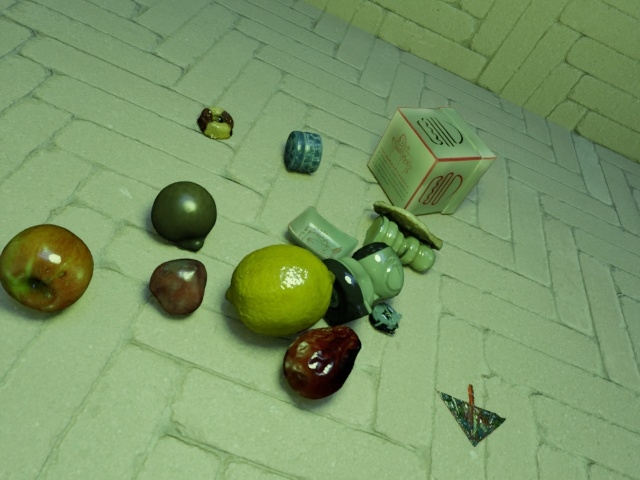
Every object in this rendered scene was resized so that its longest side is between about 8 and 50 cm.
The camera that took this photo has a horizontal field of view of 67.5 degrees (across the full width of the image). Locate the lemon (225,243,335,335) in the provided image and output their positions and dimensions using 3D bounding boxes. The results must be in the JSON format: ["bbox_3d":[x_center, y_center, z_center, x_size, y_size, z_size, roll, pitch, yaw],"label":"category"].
[{"bbox_3d":[-0.105,0.131,1.259,0.268,0.267,0.267,14,47,-15],"label":"lemon"}]

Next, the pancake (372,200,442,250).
[{"bbox_3d":[0.306,-0.055,1.678,0.283,0.049,0.282,35,1,-1],"label":"pancake"}]

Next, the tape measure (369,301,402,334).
[{"bbox_3d":[0.196,0.236,1.455,0.094,0.054,0.091,33,39,1],"label":"tape measure"}]

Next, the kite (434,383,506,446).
[{"bbox_3d":[0.431,0.495,1.374,0.233,0.009,0.189,22,45,-7],"label":"kite"}]

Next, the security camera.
[{"bbox_3d":[0.129,0.111,1.409,0.277,0.197,0.191,-21,82,-33],"label":"security camera"}]

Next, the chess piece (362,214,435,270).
[{"bbox_3d":[0.283,0.022,1.645,0.243,0.133,0.133,26,44,-10],"label":"chess piece"}]

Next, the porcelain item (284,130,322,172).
[{"bbox_3d":[-0.067,-0.326,1.757,0.114,0.147,0.147,4,50,-21],"label":"porcelain item"}]

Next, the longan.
[{"bbox_3d":[-0.386,-0.067,1.372,0.185,0.159,0.204,-23,102,-21],"label":"longan"}]

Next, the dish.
[{"bbox_3d":[0.000,0.000,1.551,0.212,0.077,0.151,37,43,8],"label":"dish"}]

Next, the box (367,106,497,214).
[{"bbox_3d":[0.417,-0.307,1.865,0.300,0.312,0.314,-8,55,-30],"label":"box"}]

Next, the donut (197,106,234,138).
[{"bbox_3d":[-0.383,-0.433,1.761,0.141,0.059,0.140,16,45,-17],"label":"donut"}]

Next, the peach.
[{"bbox_3d":[-0.352,0.111,1.231,0.152,0.152,0.152,14,47,-15],"label":"peach"}]

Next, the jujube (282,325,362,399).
[{"bbox_3d":[0.013,0.302,1.236,0.237,0.168,0.168,-26,66,-42],"label":"jujube"}]

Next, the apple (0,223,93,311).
[{"bbox_3d":[-0.630,0.059,1.111,0.196,0.196,0.195,14,47,-15],"label":"apple"}]
